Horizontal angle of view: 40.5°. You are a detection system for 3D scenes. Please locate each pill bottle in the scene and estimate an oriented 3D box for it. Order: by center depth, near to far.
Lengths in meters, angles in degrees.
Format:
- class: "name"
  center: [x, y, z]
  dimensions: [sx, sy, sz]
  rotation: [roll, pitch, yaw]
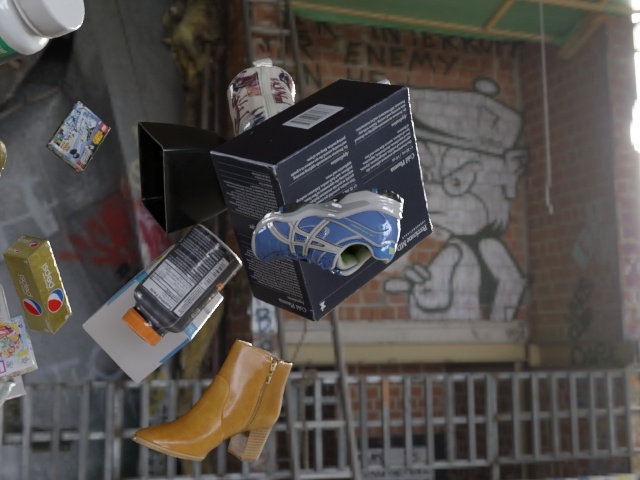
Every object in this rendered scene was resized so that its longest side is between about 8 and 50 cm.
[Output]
- class: "pill bottle"
  center: [-0.284, 0.095, 1.739]
  dimensions: [0.130, 0.245, 0.130]
  rotation: [41, -9, 8]
- class: "pill bottle"
  center: [-0.681, -0.457, 1.759]
  dimensions: [0.361, 0.204, 0.204]
  rotation: [-14, -11, 17]

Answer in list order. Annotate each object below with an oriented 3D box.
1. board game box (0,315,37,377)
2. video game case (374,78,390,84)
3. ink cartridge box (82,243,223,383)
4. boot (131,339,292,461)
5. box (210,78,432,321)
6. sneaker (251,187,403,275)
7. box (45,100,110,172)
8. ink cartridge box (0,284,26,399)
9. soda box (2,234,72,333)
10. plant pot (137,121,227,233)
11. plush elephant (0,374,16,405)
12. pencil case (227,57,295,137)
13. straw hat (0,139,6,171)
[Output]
- class: "board game box"
  center: [-0.597, 0.208, 1.554]
  dimensions: [0.154, 0.103, 0.026]
  rotation: [-20, -27, -10]
- class: "video game case"
  center: [0.100, -0.267, 2.092]
  dimensions: [0.183, 0.201, 0.023]
  rotation: [-23, 34, -10]
- class: "ink cartridge box"
  center: [-0.406, 0.174, 2.147]
  dimensions: [0.198, 0.197, 0.270]
  rotation: [-39, 7, 20]
- class: "boot"
  center: [-0.184, 0.275, 1.531]
  dimensions: [0.104, 0.211, 0.295]
  rotation: [14, -3, 45]
- class: "box"
  center: [0.014, -0.084, 1.588]
  dimensions: [0.343, 0.312, 0.179]
  rotation: [-34, 34, -33]
- class: "sneaker"
  center: [0.000, 0.000, 1.015]
  dimensions: [0.211, 0.081, 0.080]
  rotation: [-15, -24, 37]
- class: "box"
  center: [-0.538, -0.231, 1.930]
  dimensions: [0.027, 0.137, 0.094]
  rotation: [-19, -52, 43]
- class: "ink cartridge box"
  center: [-0.765, 0.243, 1.742]
  dimensions: [0.296, 0.261, 0.066]
  rotation: [-14, -25, -19]
- class: "soda box"
  center: [-0.516, 0.082, 1.587]
  dimensions: [0.058, 0.181, 0.061]
  rotation: [10, 39, 21]
- class: "plant pot"
  center: [-0.273, -0.143, 1.807]
  dimensions: [0.167, 0.188, 0.187]
  rotation: [-11, 27, -24]
- class: "plush elephant"
  center: [-0.628, 0.271, 1.363]
  dimensions: [0.272, 0.330, 0.255]
  rotation: [-41, -6, 34]
- class: "pencil case"
  center: [-0.106, -0.219, 1.895]
  dimensions: [0.160, 0.410, 0.183]
  rotation: [2, -45, -17]
- class: "straw hat"
  center: [-0.732, -0.151, 1.889]
  dimensions: [0.145, 0.144, 0.061]
  rotation: [-3, -29, 14]
